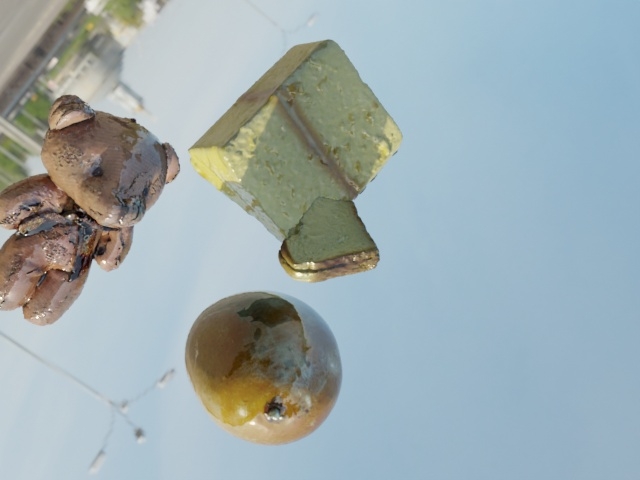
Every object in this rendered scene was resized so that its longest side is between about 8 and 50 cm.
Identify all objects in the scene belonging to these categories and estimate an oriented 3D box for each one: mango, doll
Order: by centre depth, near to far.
[{"bbox_3d":[-0.302,-0.017,1.301,0.156,0.201,0.303,35,-82,50],"label":"doll"},{"bbox_3d":[-0.088,0.172,1.522,0.222,0.198,0.384,-22,-166,-4],"label":"mango"}]

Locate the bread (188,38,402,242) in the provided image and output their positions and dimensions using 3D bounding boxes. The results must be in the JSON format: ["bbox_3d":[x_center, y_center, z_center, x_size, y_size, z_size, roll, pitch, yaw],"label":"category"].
[{"bbox_3d":[-0.036,-0.143,1.621,0.263,0.236,0.198,-48,-158,-11],"label":"bread"}]

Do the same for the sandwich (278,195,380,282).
[{"bbox_3d":[0.000,0.000,1.088,0.093,0.105,0.035,58,-28,32],"label":"sandwich"}]
